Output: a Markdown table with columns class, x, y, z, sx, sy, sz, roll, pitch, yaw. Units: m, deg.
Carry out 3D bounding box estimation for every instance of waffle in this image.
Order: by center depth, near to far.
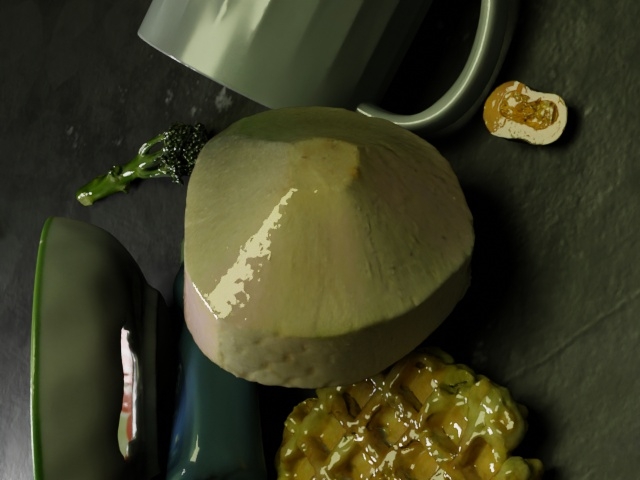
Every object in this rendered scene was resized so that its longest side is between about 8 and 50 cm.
| class | x | y | z | sx | sy | sz | roll | pitch | yaw |
| --- | --- | --- | --- | --- | --- | --- | --- | --- | --- |
| waffle | 0.067 | 0.237 | 1.290 | 0.325 | 0.068 | 0.302 | -12 | 67 | 41 |

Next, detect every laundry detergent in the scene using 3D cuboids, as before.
| class | x | y | z | sx | sy | sz | roll | pitch | yaw |
| --- | --- | --- | --- | --- | --- | --- | --- | --- | --- |
| laundry detergent | -0.102 | 0.106 | 1.476 | 0.143 | 0.094 | 0.290 | 99 | 168 | -61 |

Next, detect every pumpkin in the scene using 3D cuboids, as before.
| class | x | y | z | sx | sy | sz | roll | pitch | yaw |
| --- | --- | --- | --- | --- | --- | --- | --- | --- | --- |
| pumpkin | 0.179 | -0.104 | 1.330 | 0.083 | 0.028 | 0.050 | 25 | 92 | 39 |

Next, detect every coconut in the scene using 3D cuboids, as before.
| class | x | y | z | sx | sy | sz | roll | pitch | yaw |
| --- | --- | --- | --- | --- | --- | --- | --- | --- | --- |
| coconut | 0.000 | 0.000 | 1.303 | 0.259 | 0.259 | 0.259 | -19 | 62 | 41 |

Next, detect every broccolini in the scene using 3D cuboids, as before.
| class | x | y | z | sx | sy | sz | roll | pitch | yaw |
| --- | --- | --- | --- | --- | --- | --- | --- | --- | --- |
| broccolini | -0.196 | -0.069 | 1.709 | 0.216 | 0.058 | 0.067 | -27 | 22 | 46 |

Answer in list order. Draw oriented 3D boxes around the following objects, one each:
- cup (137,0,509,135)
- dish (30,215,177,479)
| class | x | y | z | sx | sy | sz | roll | pitch | yaw |
| --- | --- | --- | --- | --- | --- | --- | --- | --- | --- |
| cup | 0.038 | -0.264 | 1.411 | 0.322 | 0.237 | 0.327 | 30 | 98 | 21 |
| dish | -0.199 | 0.136 | 1.508 | 0.324 | 0.124 | 0.324 | 179 | 90 | -87 |
